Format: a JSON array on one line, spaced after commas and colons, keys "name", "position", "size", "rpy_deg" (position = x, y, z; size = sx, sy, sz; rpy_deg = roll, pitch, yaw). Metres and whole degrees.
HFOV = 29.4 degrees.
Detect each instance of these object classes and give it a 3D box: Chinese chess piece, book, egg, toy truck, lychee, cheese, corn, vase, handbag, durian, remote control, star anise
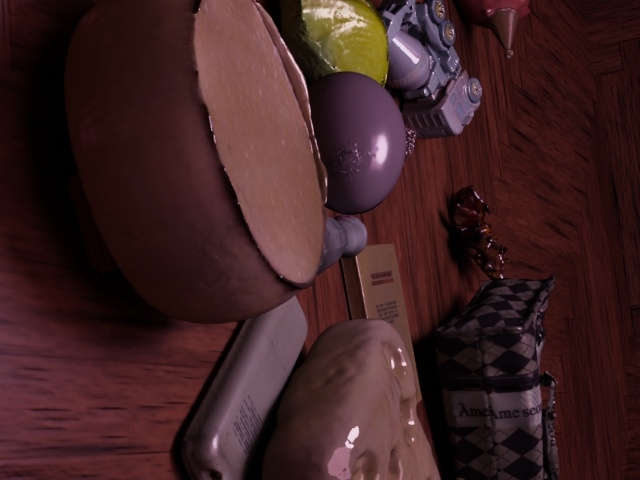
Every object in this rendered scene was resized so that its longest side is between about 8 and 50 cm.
[{"name": "Chinese chess piece", "position": [-0.107, -0.089, 1.157], "size": [0.338, 0.140, 0.338], "rpy_deg": [-14, 90, -73]}, {"name": "book", "position": [0.085, 0.120, 1.673], "size": [0.161, 0.026, 0.231], "rpy_deg": [-3, 83, -66]}, {"name": "egg", "position": [0.033, -0.121, 1.511], "size": [0.146, 0.146, 0.199], "rpy_deg": [46, 33, -50]}, {"name": "toy truck", "position": [0.148, -0.267, 1.890], "size": [0.257, 0.108, 0.140], "rpy_deg": [59, 44, -34]}, {"name": "lychee", "position": [0.107, -0.148, 1.783], "size": [0.067, 0.068, 0.083], "rpy_deg": [66, 37, -71]}, {"name": "cheese", "position": [0.037, 0.294, 1.339], "size": [0.328, 0.129, 0.351], "rpy_deg": [-40, 121, -67]}, {"name": "corn", "position": [-0.201, -0.016, 1.093], "size": [0.037, 0.037, 0.092], "rpy_deg": [-24, 104, -65]}, {"name": "vase", "position": [0.000, 0.000, 1.480], "size": [0.214, 0.086, 0.086], "rpy_deg": [-10, 89, -70]}, {"name": "handbag", "position": [0.300, 0.285, 1.911], "size": [0.316, 0.180, 0.416], "rpy_deg": [-36, 120, -67]}, {"name": "durian", "position": [0.023, -0.252, 1.616], "size": [0.139, 0.101, 0.250], "rpy_deg": [-53, 137, -15]}, {"name": "remote control", "position": [-0.073, 0.152, 1.298], "size": [0.090, 0.038, 0.309], "rpy_deg": [66, 26, -26]}, {"name": "star anise", "position": [0.258, -0.015, 2.027], "size": [0.177, 0.073, 0.234], "rpy_deg": [66, 8, 14]}]

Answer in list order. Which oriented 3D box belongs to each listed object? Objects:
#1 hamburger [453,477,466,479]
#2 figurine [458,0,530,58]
[{"name": "hamburger", "position": [0.221, 0.434, 1.654], "size": [0.130, 0.206, 0.183], "rpy_deg": [-44, 127, -19]}, {"name": "figurine", "position": [0.340, -0.517, 2.339], "size": [0.207, 0.166, 0.387], "rpy_deg": [34, 44, -35]}]
